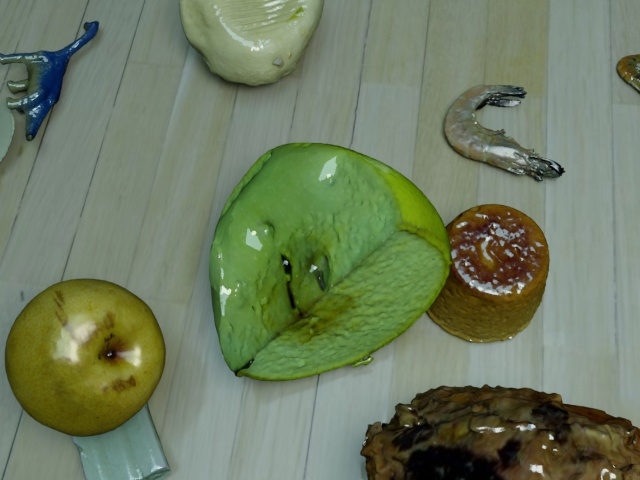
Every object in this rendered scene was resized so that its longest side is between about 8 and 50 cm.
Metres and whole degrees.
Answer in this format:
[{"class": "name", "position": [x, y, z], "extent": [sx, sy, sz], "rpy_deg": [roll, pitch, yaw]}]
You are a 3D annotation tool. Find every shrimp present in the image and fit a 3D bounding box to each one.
[{"class": "shrimp", "position": [0.321, -0.183, 1.121], "extent": [0.219, 0.046, 0.152], "rpy_deg": [29, 76, 14]}, {"class": "shrimp", "position": [0.576, -0.287, 1.159], "extent": [0.083, 0.023, 0.114], "rpy_deg": [-28, 66, -11]}]

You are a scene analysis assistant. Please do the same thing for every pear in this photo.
[{"class": "pear", "position": [-0.320, 0.156, 0.897], "extent": [0.208, 0.209, 0.209], "rpy_deg": [-1, 68, 3]}, {"class": "pear", "position": [0.000, 0.000, 0.969], "extent": [0.342, 0.238, 0.318], "rpy_deg": [-42, 52, 22]}]

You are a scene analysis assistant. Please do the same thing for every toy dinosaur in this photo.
[{"class": "toy dinosaur", "position": [-0.470, -0.287, 1.194], "extent": [0.188, 0.075, 0.248], "rpy_deg": [-18, 62, -7]}]

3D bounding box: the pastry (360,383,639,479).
[{"class": "pastry", "position": [0.239, 0.318, 0.771], "extent": [0.404, 0.337, 0.293], "rpy_deg": [12, 77, 8]}]

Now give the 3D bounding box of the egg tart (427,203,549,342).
[{"class": "egg tart", "position": [0.241, 0.039, 0.982], "extent": [0.202, 0.147, 0.203], "rpy_deg": [-2, 68, 5]}]

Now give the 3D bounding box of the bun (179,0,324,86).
[{"class": "bun", "position": [-0.124, -0.394, 1.172], "extent": [0.259, 0.160, 0.259], "rpy_deg": [3, 76, -11]}]

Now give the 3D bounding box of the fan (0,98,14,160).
[{"class": "fan", "position": [-0.633, -0.238, 1.201], "extent": [0.190, 0.009, 0.329], "rpy_deg": [-16, 68, 10]}]

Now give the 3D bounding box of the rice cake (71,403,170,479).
[{"class": "rice cake", "position": [-0.313, 0.255, 0.980], "extent": [0.127, 0.043, 0.237], "rpy_deg": [-21, 66, -6]}]
